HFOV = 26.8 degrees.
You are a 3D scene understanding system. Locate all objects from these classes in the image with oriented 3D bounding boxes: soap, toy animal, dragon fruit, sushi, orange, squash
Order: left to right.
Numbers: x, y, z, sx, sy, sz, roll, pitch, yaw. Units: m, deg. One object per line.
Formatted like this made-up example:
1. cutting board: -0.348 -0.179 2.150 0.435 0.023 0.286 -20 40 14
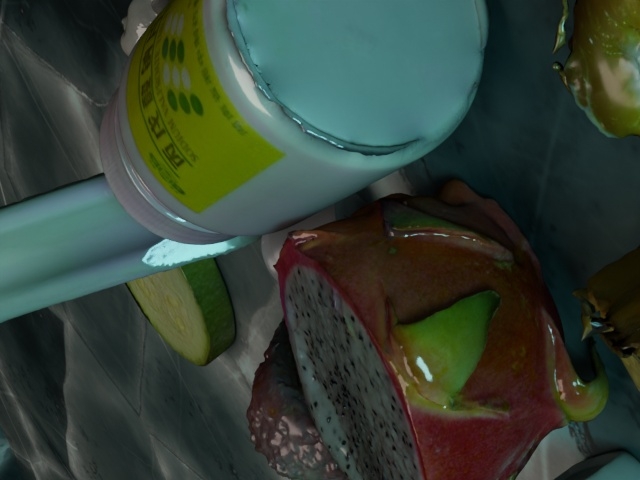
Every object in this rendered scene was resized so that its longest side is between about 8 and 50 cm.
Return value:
1. soap: -0.200 -0.018 1.391 0.208 0.346 0.115 -49 -58 -79
2. squash: -0.196 0.043 1.719 0.252 0.049 0.252 43 152 31
3. toy animal: -0.140 -0.218 1.328 0.127 0.131 0.182 -4 126 27
4. sushi: -0.008 0.146 1.327 0.241 0.161 0.107 45 133 35
5. dragon fruit: 0.092 0.088 1.107 0.291 0.189 0.291 50 153 38
6. orange: 0.215 -0.105 0.758 0.160 0.112 0.170 9 141 55

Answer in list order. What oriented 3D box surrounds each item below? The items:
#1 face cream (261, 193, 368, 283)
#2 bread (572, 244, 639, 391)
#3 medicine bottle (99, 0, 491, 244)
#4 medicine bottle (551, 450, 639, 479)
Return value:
1. face cream: 0.000 0.000 1.257 0.095 0.091 0.091 -25 94 35
2. bread: 0.237 0.122 0.785 0.248 0.279 0.315 54 142 -2
3. medicine bottle: -0.042 -0.120 1.084 0.214 0.213 0.378 61 154 -1
4. medicine bottle: 0.259 0.268 1.103 0.183 0.069 0.119 58 151 3
